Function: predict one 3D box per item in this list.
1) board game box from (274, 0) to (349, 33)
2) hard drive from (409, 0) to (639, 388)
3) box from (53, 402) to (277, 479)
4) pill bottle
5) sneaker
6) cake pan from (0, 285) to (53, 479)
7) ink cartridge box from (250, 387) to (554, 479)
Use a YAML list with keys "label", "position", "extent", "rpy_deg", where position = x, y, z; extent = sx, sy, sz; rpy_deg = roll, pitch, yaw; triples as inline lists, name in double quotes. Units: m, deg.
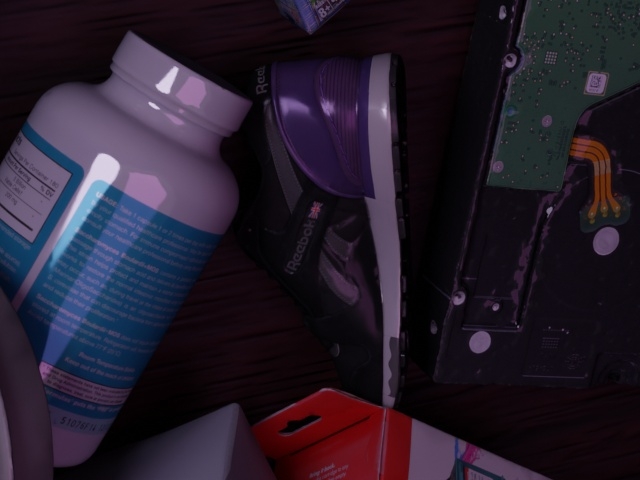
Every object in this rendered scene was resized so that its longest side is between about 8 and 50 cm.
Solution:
- label: "board game box"
  position: [0.002, -0.270, 1.195]
  extent: [0.194, 0.060, 0.194]
  rpy_deg: [-42, 120, -3]
- label: "hard drive"
  position: [0.206, -0.057, 1.358]
  extent: [0.237, 0.064, 0.339]
  rpy_deg: [3, 109, -23]
- label: "box"
  position: [-0.084, 0.322, 1.263]
  extent: [0.215, 0.168, 0.345]
  rpy_deg: [-23, 108, 9]
- label: "pill bottle"
  position: [-0.148, 0.001, 1.187]
  extent: [0.146, 0.146, 0.264]
  rpy_deg: [28, 98, -29]
- label: "sneaker"
  position: [0.000, 0.000, 1.294]
  extent: [0.124, 0.107, 0.283]
  rpy_deg: [0, 118, 6]
- label: "cake pan"
  position: [-0.266, 0.113, 1.125]
  extent: [0.054, 0.293, 0.293]
  rpy_deg: [-12, 117, -49]
- label: "ink cartridge box"
  position: [0.056, 0.194, 1.345]
  extent: [0.231, 0.078, 0.134]
  rpy_deg: [25, 143, -28]
